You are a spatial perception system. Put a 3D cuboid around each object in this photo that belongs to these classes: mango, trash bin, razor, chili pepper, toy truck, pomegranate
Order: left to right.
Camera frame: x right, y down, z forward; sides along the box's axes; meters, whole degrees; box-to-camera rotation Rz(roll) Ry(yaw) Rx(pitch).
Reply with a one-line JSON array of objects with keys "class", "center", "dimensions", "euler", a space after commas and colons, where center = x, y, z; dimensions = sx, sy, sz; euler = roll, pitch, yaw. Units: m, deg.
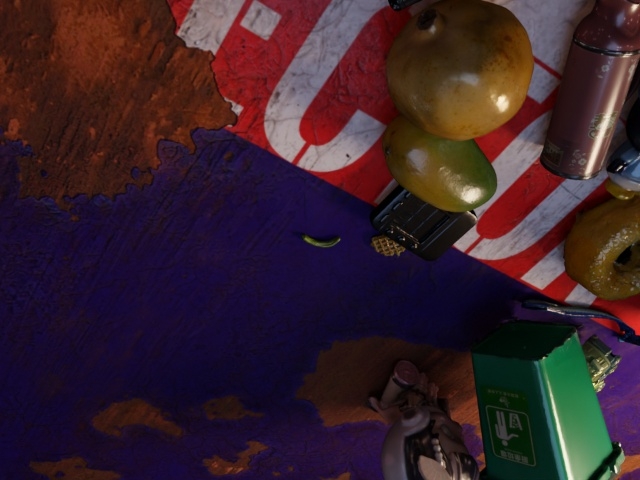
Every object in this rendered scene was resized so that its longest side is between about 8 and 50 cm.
[{"class": "chili pepper", "center": [0.000, 0.001, 1.310], "dimensions": [0.083, 0.017, 0.030], "euler": [9, 127, -9]}, {"class": "mango", "center": [0.217, -0.138, 1.132], "dimensions": [0.251, 0.114, 0.156], "euler": [36, 76, -31]}, {"class": "pomegranate", "center": [0.215, -0.260, 0.965], "dimensions": [0.233, 0.233, 0.233], "euler": [-1, 130, -1]}, {"class": "trash bin", "center": [0.503, 0.382, 1.410], "dimensions": [0.259, 0.295, 0.380], "euler": [-1, 107, 50]}, {"class": "toy truck", "center": [0.634, 0.317, 1.513], "dimensions": [0.116, 0.085, 0.191], "euler": [-26, 143, -19]}, {"class": "razor", "center": [0.615, 0.179, 1.466], "dimensions": [0.324, 0.093, 0.056], "euler": [18, 87, -12]}]

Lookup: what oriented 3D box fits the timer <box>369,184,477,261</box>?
[{"class": "timer", "center": [0.205, -0.048, 1.257], "dimensions": [0.187, 0.055, 0.144], "euler": [30, 119, -29]}]

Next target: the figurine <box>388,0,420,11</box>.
[{"class": "figurine", "center": [0.182, -0.418, 0.925], "dimensions": [0.196, 0.114, 0.108], "euler": [-19, 152, 27]}]

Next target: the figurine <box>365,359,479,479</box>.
[{"class": "figurine", "center": [0.248, 0.494, 1.517], "dimensions": [0.253, 0.361, 0.211], "euler": [33, 111, -26]}]

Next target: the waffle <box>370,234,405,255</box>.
[{"class": "waffle", "center": [0.152, 0.000, 1.318], "dimensions": [0.078, 0.016, 0.085], "euler": [29, 124, -28]}]

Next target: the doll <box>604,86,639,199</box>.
[{"class": "doll", "center": [0.608, -0.204, 1.087], "dimensions": [0.177, 0.141, 0.314], "euler": [-15, 141, -24]}]

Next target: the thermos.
[{"class": "thermos", "center": [0.472, -0.266, 1.045], "dimensions": [0.136, 0.109, 0.330], "euler": [8, 130, 9]}]

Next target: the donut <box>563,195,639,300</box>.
[{"class": "donut", "center": [0.627, 0.010, 1.291], "dimensions": [0.254, 0.118, 0.253], "euler": [-8, 123, -12]}]
